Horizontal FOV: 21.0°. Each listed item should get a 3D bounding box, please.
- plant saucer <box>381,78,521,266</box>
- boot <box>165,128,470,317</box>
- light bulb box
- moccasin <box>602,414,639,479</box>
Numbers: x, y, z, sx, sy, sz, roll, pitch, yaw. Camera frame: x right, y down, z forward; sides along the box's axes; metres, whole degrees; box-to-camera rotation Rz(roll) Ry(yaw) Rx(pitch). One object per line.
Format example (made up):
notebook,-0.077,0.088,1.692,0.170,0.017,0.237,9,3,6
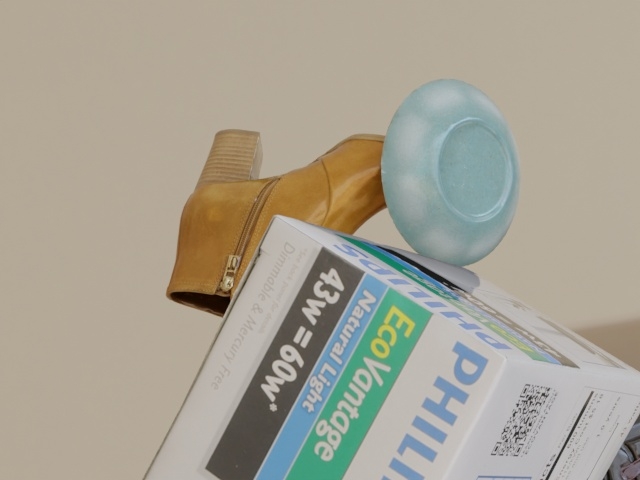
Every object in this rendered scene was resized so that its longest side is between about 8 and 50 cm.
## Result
plant saucer,0.146,-0.070,1.756,0.195,0.195,0.037,8,-6,-38
boot,-0.001,0.000,1.767,0.295,0.211,0.104,5,-24,12
light bulb box,0.048,0.202,1.393,0.225,0.358,0.361,31,7,28
moccasin,0.345,0.257,2.057,0.380,0.139,0.147,-32,-1,-17
